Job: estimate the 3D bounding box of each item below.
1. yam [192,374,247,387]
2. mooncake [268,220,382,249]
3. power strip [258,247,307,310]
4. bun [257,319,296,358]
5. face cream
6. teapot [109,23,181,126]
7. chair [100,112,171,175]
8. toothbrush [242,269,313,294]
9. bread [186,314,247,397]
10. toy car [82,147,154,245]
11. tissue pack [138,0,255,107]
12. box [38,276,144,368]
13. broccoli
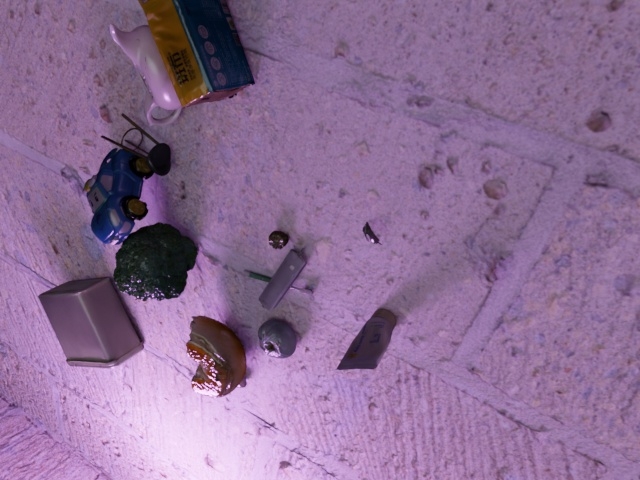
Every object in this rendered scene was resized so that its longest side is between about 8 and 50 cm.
[{"bbox_3d":[-0.392,0.538,1.694,0.264,0.046,0.046,-9,109,33],"label":"yam"},{"bbox_3d":[0.006,-0.008,1.204,0.347,0.057,0.150,-22,114,42],"label":"mooncake"},{"bbox_3d":[-0.109,0.111,1.317,0.060,0.027,0.252,43,118,14],"label":"power strip"},{"bbox_3d":[-0.147,0.326,1.429,0.141,0.083,0.140,14,122,23],"label":"bun"},{"bbox_3d":[0.132,0.263,1.152,0.114,0.224,0.070,-13,105,34],"label":"face cream"},{"bbox_3d":[-0.429,-0.427,1.157,0.208,0.166,0.299,41,146,25],"label":"teapot"},{"bbox_3d":[-0.544,-0.292,1.346,0.222,0.104,0.095,35,109,13],"label":"chair"},{"bbox_3d":[-0.135,0.129,1.364,0.257,0.024,0.018,13,99,24],"label":"toothbrush"},{"bbox_3d":[-0.345,0.401,1.523,0.192,0.171,0.313,6,118,23],"label":"bread"},{"bbox_3d":[-0.641,-0.137,1.369,0.166,0.313,0.198,22,142,-38],"label":"toy car"},{"bbox_3d":[-0.292,-0.472,1.052,0.134,0.192,0.270,-10,107,31],"label":"tissue pack"},{"bbox_3d":[-0.960,0.343,1.840,0.352,0.177,0.343,-7,108,32],"label":"box"},{"bbox_3d":[-0.533,0.081,1.451,0.270,0.270,0.270,45,164,3],"label":"broccoli"}]
